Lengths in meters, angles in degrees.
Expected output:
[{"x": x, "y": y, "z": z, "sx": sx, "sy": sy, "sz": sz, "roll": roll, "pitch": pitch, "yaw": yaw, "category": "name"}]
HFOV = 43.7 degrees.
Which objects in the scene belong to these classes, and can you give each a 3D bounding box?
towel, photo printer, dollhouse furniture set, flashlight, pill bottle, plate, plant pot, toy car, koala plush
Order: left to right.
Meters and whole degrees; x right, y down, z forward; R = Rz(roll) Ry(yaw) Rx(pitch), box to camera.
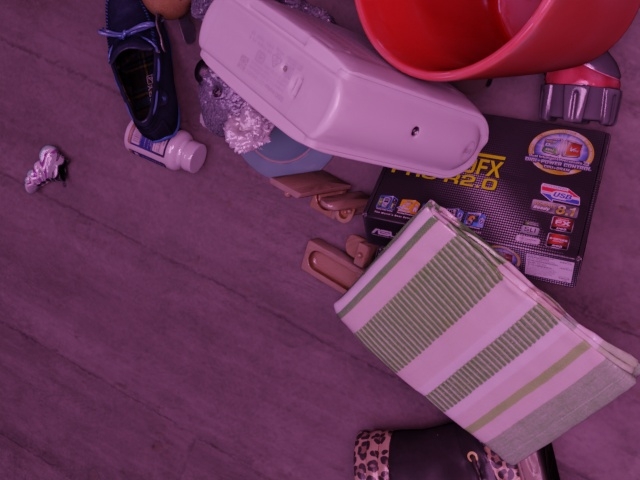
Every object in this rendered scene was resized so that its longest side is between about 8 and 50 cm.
[{"x": -0.243, "y": -0.151, "z": 1.264, "sx": 0.120, "sy": 0.067, "sz": 0.067, "roll": 24, "pitch": 108, "yaw": 16, "category": "pill bottle"}, {"x": -0.207, "y": -0.374, "z": 1.166, "sx": 0.148, "sy": 0.155, "sz": 0.188, "roll": 11, "pitch": 114, "yaw": 19, "category": "toy car"}, {"x": -0.093, "y": -0.234, "z": 1.106, "sx": 0.196, "sy": 0.203, "sz": 0.221, "roll": 33, "pitch": 101, "yaw": 55, "category": "koala plush"}, {"x": -0.057, "y": -0.181, "z": 1.208, "sx": 0.188, "sy": 0.024, "sz": 0.188, "roll": 5, "pitch": 103, "yaw": 21, "category": "plate"}, {"x": 0.000, "y": 0.000, "z": 1.153, "sx": 0.144, "sy": 0.123, "sz": 0.151, "roll": 30, "pitch": 115, "yaw": 30, "category": "dollhouse furniture set"}, {"x": 0.041, "y": -0.179, "z": 0.951, "sx": 0.256, "sy": 0.307, "sz": 0.107, "roll": 43, "pitch": 115, "yaw": 36, "category": "photo printer"}, {"x": 0.194, "y": 0.124, "z": 0.996, "sx": 0.325, "sy": 0.038, "sz": 0.248, "roll": 38, "pitch": 129, "yaw": -2, "category": "towel"}, {"x": 0.213, "y": -0.299, "z": 0.877, "sx": 0.275, "sy": 0.243, "sz": 0.275, "roll": 4, "pitch": 96, "yaw": 45, "category": "plant pot"}, {"x": 0.340, "y": -0.297, "z": 0.992, "sx": 0.103, "sy": 0.103, "sz": 0.304, "roll": 21, "pitch": 108, "yaw": 56, "category": "flashlight"}]

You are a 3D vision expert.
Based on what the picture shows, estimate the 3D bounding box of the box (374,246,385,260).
[{"x": 0.160, "y": 0.017, "z": 1.133, "sx": 0.147, "sy": 0.077, "sz": 0.180, "roll": 18, "pitch": 107, "yaw": 18, "category": "box"}]

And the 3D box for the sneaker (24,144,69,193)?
[{"x": -0.465, "y": -0.108, "z": 1.376, "sx": 0.069, "sy": 0.038, "sz": 0.098, "roll": 37, "pitch": 112, "yaw": 12, "category": "sneaker"}]

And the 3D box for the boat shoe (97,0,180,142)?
[{"x": -0.270, "y": -0.279, "z": 1.211, "sx": 0.109, "sy": 0.089, "sz": 0.258, "roll": -26, "pitch": 76, "yaw": 8, "category": "boat shoe"}]

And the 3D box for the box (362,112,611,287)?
[{"x": 0.215, "y": -0.067, "z": 1.028, "sx": 0.270, "sy": 0.216, "sz": 0.060, "roll": 13, "pitch": 145, "yaw": 19, "category": "box"}]

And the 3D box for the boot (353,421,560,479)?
[{"x": 0.211, "y": 0.431, "z": 1.164, "sx": 0.284, "sy": 0.138, "sz": 0.378, "roll": -10, "pitch": 93, "yaw": 22, "category": "boot"}]
